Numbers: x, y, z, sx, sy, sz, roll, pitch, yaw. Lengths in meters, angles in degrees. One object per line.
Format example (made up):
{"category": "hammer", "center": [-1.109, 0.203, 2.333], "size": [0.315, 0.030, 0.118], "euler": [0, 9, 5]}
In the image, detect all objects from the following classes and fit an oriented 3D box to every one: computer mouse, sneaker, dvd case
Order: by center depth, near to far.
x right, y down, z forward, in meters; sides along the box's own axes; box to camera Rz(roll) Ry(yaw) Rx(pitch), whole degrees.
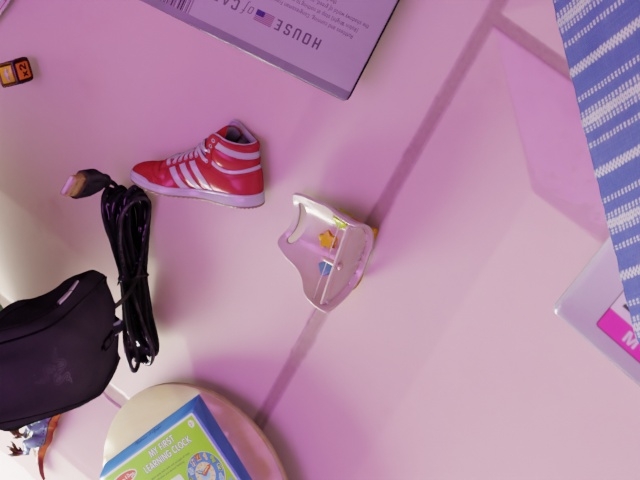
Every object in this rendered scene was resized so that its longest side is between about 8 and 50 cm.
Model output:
{"category": "dvd case", "center": [-0.008, -0.242, 1.305], "size": [0.179, 0.029, 0.238], "euler": [26, 115, -3]}
{"category": "computer mouse", "center": [-0.185, 0.039, 1.423], "size": [0.060, 0.262, 0.184], "euler": [-1, 99, 23]}
{"category": "sneaker", "center": [-0.099, -0.068, 1.456], "size": [0.118, 0.042, 0.067], "euler": [10, 115, 19]}

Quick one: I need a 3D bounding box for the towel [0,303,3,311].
{"category": "towel", "center": [-0.328, 0.028, 1.461], "size": [0.038, 0.325, 0.248], "euler": [-34, 97, 0]}

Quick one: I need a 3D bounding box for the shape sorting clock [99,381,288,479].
{"category": "shape sorting clock", "center": [-0.106, 0.221, 1.559], "size": [0.206, 0.040, 0.206], "euler": [12, 114, 29]}

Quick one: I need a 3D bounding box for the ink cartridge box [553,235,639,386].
{"category": "ink cartridge box", "center": [0.335, 0.047, 1.232], "size": [0.275, 0.060, 0.239], "euler": [42, 123, 12]}

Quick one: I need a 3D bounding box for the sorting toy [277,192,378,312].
{"category": "sorting toy", "center": [0.000, 0.000, 1.424], "size": [0.075, 0.045, 0.083], "euler": [33, 121, 25]}

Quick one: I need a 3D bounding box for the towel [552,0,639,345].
{"category": "towel", "center": [0.221, -0.091, 1.130], "size": [0.243, 0.040, 0.336], "euler": [135, 123, -75]}

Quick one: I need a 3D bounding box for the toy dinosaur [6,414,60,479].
{"category": "toy dinosaur", "center": [-0.250, 0.165, 1.639], "size": [0.082, 0.047, 0.090], "euler": [-27, 125, 26]}

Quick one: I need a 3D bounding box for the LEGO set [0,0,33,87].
{"category": "LEGO set", "center": [-0.356, -0.197, 1.555], "size": [0.244, 0.060, 0.182], "euler": [50, 126, 8]}
